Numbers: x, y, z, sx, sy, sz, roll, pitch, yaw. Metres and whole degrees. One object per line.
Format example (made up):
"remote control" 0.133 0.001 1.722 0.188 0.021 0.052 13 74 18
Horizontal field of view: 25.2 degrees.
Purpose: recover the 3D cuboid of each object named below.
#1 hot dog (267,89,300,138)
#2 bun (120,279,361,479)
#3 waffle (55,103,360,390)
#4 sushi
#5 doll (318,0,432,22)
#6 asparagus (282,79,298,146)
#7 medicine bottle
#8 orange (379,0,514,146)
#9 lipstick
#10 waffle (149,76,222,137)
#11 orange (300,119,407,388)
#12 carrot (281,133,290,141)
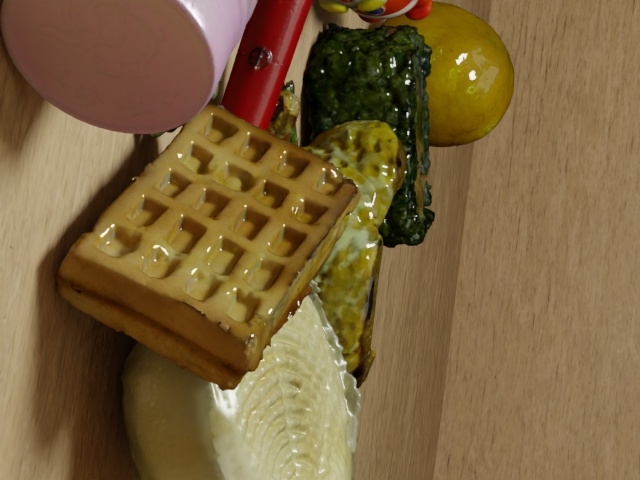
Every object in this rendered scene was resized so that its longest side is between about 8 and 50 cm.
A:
"hot dog" -0.070 -0.165 1.913 0.169 0.061 0.078 147 -40 -76
"bun" -0.106 0.200 1.610 0.364 0.202 0.364 -10 90 -67
"waffle" -0.108 -0.001 1.478 0.328 0.224 0.098 -57 170 -51
"sushi" 0.088 -0.172 2.287 0.294 0.178 0.352 -42 132 -73
"doll" 0.068 -0.377 2.114 0.336 0.199 0.105 10 82 -72
"asparagus" -0.038 -0.130 2.130 0.023 0.022 0.233 -120 -160 -56
"medicine bottle" -0.146 -0.272 1.316 0.202 0.202 0.316 79 22 -47
"orange" 0.207 -0.293 2.555 0.235 0.279 0.279 -50 155 -13
"lipstick" -0.070 -0.228 1.770 0.073 0.073 0.280 9 100 -75
"waffle" -0.152 -0.232 1.592 0.214 0.054 0.208 -53 144 -62
"orange" 0.000 0.000 1.930 0.271 0.210 0.369 119 -14 -65
"carrot" -0.057 -0.147 2.035 0.035 0.035 0.142 -64 162 -53
